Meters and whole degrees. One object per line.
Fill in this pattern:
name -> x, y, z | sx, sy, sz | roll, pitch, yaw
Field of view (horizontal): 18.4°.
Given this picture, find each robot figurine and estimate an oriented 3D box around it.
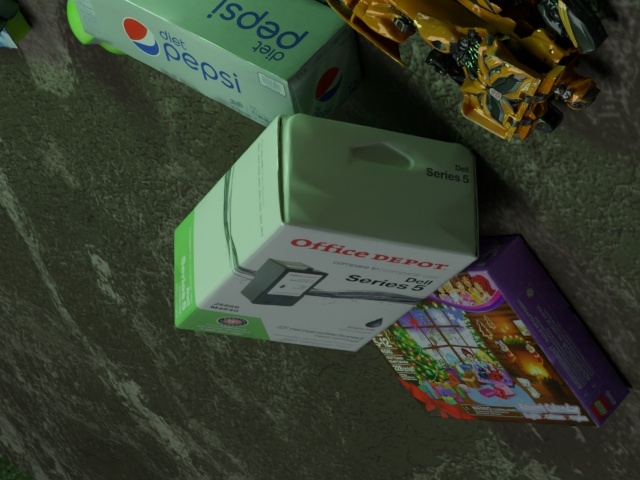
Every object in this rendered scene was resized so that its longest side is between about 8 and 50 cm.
robot figurine -> 0.097, -0.191, 1.582 | 0.291, 0.085, 0.211 | 39, 156, 10

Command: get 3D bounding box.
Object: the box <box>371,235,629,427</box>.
box -> 0.151, 0.094, 1.979 | 0.201, 0.057, 0.293 | 53, 154, -17

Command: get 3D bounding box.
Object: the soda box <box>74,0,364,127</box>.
soda box -> -0.101, -0.203, 1.847 | 0.286, 0.098, 0.091 | 29, 153, 29

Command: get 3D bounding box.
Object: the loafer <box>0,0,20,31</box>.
loafer -> -0.433, -0.285, 2.131 | 0.267, 0.084, 0.096 | 37, -172, 36

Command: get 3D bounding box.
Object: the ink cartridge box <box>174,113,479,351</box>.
ink cartridge box -> 0.000, 0.000, 1.847 | 0.198, 0.114, 0.273 | 9, 155, -22

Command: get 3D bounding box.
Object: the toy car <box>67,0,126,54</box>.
toy car -> -0.271, -0.273, 2.045 | 0.225, 0.053, 0.239 | 49, 155, -10

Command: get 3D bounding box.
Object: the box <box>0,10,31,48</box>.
box -> -0.406, -0.275, 2.259 | 0.178, 0.042, 0.109 | 10, 140, 50
